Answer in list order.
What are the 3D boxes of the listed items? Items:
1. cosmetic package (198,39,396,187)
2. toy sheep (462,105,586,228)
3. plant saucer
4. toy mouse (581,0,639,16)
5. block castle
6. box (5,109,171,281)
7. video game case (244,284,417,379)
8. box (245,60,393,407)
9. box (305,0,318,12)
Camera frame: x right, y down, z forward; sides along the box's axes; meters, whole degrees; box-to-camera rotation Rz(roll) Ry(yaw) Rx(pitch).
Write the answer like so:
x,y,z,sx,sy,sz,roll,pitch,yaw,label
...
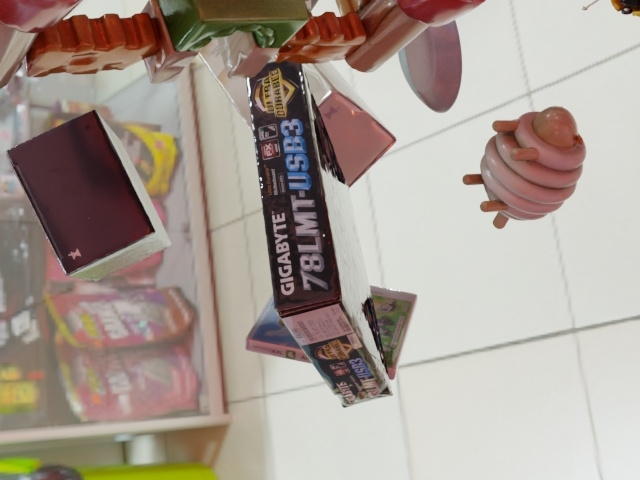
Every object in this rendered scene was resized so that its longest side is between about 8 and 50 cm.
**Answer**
x,y,z,sx,sy,sz,roll,pitch,yaw,label
-0.041,-0.208,1.415,0.129,0.153,0.296,-45,45,11,cosmetic package
0.172,-0.059,0.837,0.091,0.091,0.132,63,144,30,toy sheep
0.156,-0.286,1.512,0.037,0.195,0.195,-3,85,32,plant saucer
0.346,-0.311,1.073,0.161,0.031,0.143,24,135,49,toy mouse
-0.089,-0.299,0.809,0.213,0.453,0.303,-35,70,52,block castle
-0.258,-0.044,1.153,0.153,0.108,0.207,64,175,1,box
0.021,0.106,1.339,0.193,0.212,0.023,10,115,9,video game case
0.000,0.000,1.110,0.073,0.293,0.295,-13,62,6,box
-0.063,-0.484,1.631,0.165,0.143,0.270,13,54,26,box
